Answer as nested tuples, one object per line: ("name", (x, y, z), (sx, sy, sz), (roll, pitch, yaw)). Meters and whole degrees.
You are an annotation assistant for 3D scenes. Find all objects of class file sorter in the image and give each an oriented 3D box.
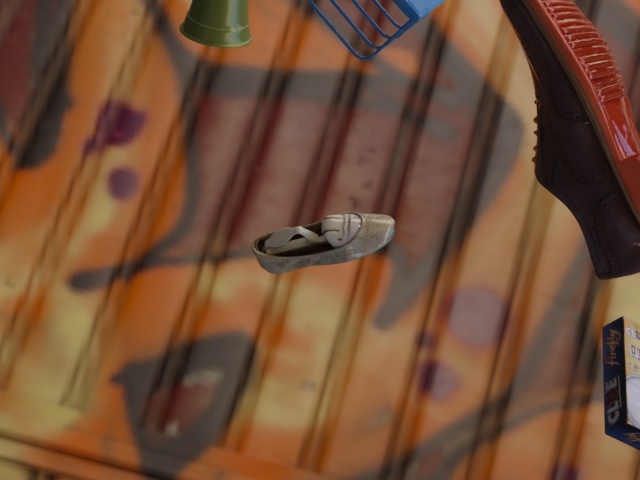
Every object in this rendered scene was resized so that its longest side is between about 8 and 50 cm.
("file sorter", (0.080, -0.302, 1.968), (0.104, 0.118, 0.170), (-39, -178, 36))

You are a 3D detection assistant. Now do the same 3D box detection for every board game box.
("board game box", (0.476, 0.220, 2.219), (0.042, 0.243, 0.165), (-35, -142, 43))

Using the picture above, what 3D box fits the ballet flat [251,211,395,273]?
("ballet flat", (0.000, 0.000, 1.862), (0.052, 0.168, 0.057), (48, 32, -47))

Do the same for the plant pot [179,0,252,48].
("plant pot", (-0.112, -0.267, 1.863), (0.083, 0.083, 0.079), (-69, 170, -62))

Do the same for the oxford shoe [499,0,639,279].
("oxford shoe", (0.198, -0.096, 1.341), (0.098, 0.271, 0.097), (-32, 168, 30))
